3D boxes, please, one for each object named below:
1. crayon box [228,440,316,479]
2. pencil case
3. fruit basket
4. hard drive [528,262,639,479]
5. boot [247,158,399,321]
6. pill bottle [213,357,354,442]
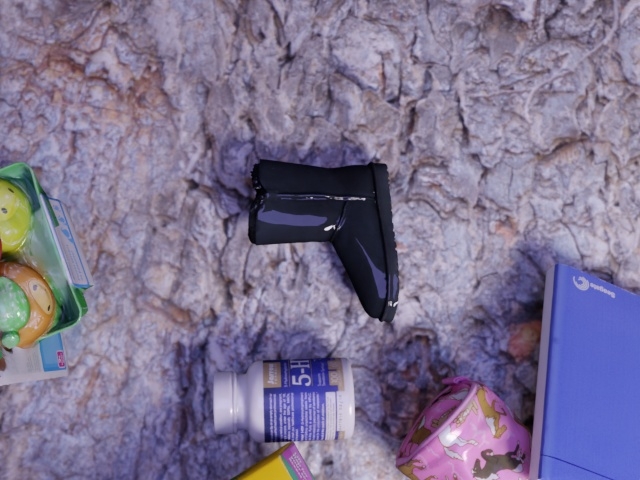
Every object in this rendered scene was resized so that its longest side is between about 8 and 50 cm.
[{"bbox_3d":[-0.078,0.497,0.955,0.313,0.106,0.363,-33,82,8],"label":"crayon box"},{"bbox_3d":[0.282,0.358,1.019,0.386,0.167,0.160,41,123,4],"label":"pencil case"},{"bbox_3d":[-0.408,0.016,0.929,0.165,0.353,0.327,-21,82,-6],"label":"fruit basket"},{"bbox_3d":[0.394,0.205,1.032,0.210,0.040,0.319,22,56,-9],"label":"hard drive"},{"bbox_3d":[0.000,0.000,1.086,0.207,0.094,0.247,-2,74,-8],"label":"boot"},{"bbox_3d":[-0.051,0.219,1.040,0.186,0.112,0.112,-2,81,-4],"label":"pill bottle"}]
